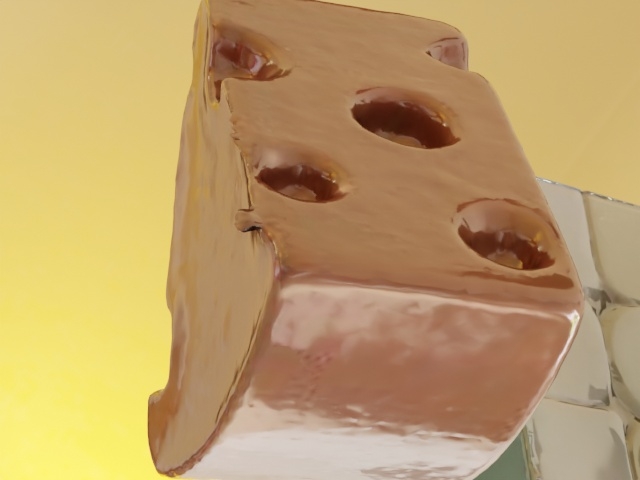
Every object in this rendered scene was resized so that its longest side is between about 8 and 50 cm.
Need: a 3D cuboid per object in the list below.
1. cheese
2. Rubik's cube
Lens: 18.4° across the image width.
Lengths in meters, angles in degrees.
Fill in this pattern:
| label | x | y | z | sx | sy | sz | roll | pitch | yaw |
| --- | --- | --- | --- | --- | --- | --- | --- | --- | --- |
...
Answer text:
| label | x | y | z | sx | sy | sz | roll | pitch | yaw |
| --- | --- | --- | --- | --- | --- | --- | --- | --- | --- |
| cheese | -0.002 | 0.028 | 0.781 | 0.128 | 0.177 | 0.203 | 6 | 33 | -17 |
| Rubik's cube | 0.204 | 0.182 | 1.806 | 0.347 | 0.346 | 0.344 | 16 | -36 | -31 |
